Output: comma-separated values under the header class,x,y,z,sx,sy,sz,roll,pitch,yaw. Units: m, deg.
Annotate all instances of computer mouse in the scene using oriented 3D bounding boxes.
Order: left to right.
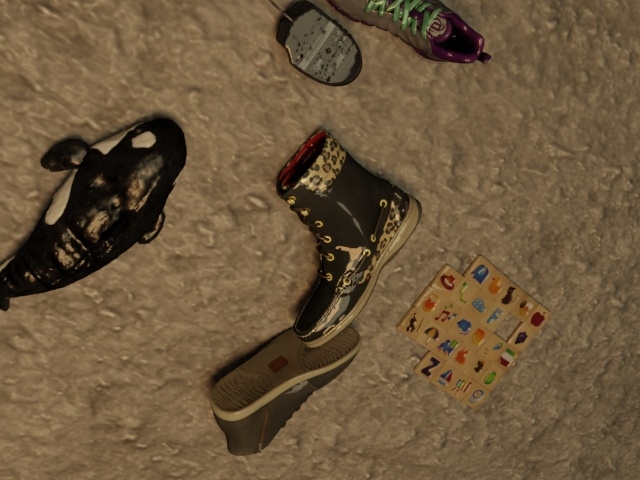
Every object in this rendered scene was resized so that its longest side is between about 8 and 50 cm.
class,x,y,z,sx,sy,sz,roll,pitch,yaw
computer mouse,-0.049,-0.254,0.832,0.242,0.041,0.071,36,95,-26

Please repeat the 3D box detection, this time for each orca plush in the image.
class,x,y,z,sx,sy,sz,roll,pitch,yaw
orca plush,-0.253,-0.018,0.794,0.287,0.102,0.151,-30,121,-11

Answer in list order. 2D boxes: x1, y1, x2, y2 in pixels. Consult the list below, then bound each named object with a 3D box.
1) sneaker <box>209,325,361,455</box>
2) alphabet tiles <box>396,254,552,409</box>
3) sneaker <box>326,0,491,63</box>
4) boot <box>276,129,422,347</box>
class,x,y,z,sx,sy,sz,roll,pitch,yaw
sneaker,-0.043,0.196,1.012,0.222,0.083,0.118,-25,139,-21
alphabet tiles,0.227,0.137,1.142,0.237,0.009,0.198,35,94,-32
sneaker,0.100,-0.268,0.853,0.224,0.098,0.083,19,102,-30
boot,0.000,-0.001,0.932,0.179,0.085,0.236,38,86,-30
